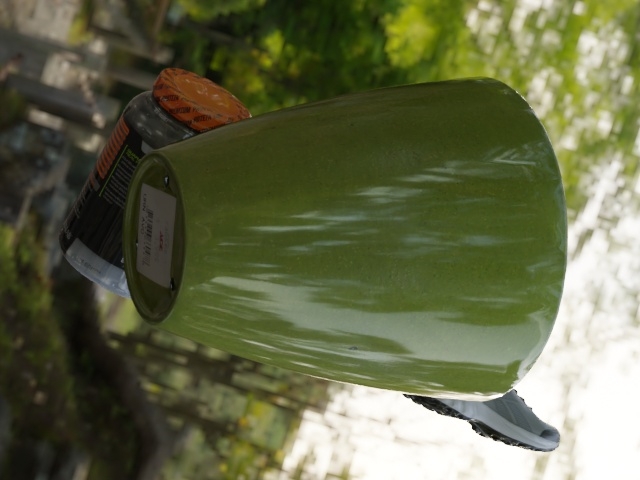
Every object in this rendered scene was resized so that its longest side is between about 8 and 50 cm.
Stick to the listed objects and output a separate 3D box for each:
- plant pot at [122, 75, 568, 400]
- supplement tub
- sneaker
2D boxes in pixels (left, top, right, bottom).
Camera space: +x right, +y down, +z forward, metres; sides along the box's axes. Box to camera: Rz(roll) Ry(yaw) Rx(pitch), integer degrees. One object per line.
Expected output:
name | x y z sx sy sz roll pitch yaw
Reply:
plant pot | 0.000 0.000 1.309 0.275 0.293 0.275 2 -87 63
supplement tub | -0.145 -0.051 1.451 0.190 0.117 0.117 -58 -171 21
sneaker | 0.239 0.217 2.238 0.100 0.271 0.108 3 -114 56
